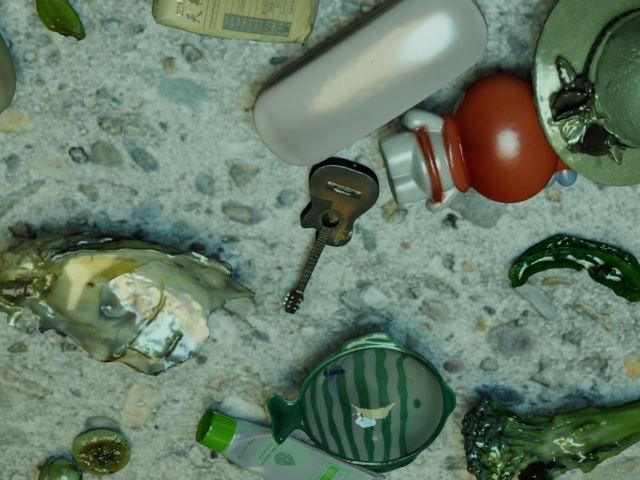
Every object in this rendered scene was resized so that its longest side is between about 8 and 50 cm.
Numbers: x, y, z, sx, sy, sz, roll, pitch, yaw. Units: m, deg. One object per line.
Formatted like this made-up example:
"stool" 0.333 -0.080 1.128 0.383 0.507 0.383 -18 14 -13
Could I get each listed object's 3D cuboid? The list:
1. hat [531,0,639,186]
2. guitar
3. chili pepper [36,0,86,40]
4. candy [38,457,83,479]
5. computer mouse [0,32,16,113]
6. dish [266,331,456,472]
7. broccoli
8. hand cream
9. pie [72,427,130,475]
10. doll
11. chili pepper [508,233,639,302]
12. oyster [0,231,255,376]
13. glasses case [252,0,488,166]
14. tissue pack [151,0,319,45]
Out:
"hat" 0.372 -0.179 1.532 0.257 0.130 0.257 -4 101 -20
"guitar" 0.000 0.000 1.751 0.088 0.025 0.233 17 120 -11
"chili pepper" -0.303 -0.313 1.553 0.052 0.050 0.202 21 128 30
"candy" -0.411 0.368 1.957 0.202 0.061 0.061 -37 115 28
"computer mouse" -0.444 -0.233 1.574 0.145 0.082 0.236 -25 116 15
"dish" 0.054 0.202 1.840 0.246 0.078 0.224 -7 120 2
"broccoli" 0.337 0.259 1.856 0.304 0.165 0.145 -10 89 -10
"hand cream" -0.045 0.309 1.929 0.275 0.050 0.079 27 144 -20
"pie" -0.302 0.295 1.924 0.084 0.021 0.084 0 121 0
"doll" 0.217 -0.118 1.625 0.290 0.130 0.161 -16 115 1
"chili pepper" 0.333 0.034 1.761 0.182 0.050 0.073 9 127 -3
"oyster" -0.245 0.066 1.747 0.275 0.100 0.271 -31 119 3
"glasses case" 0.056 -0.193 1.606 0.297 0.075 0.113 -31 110 17
"tissue pack" -0.082 -0.328 1.518 0.186 0.090 0.222 7 122 -7
